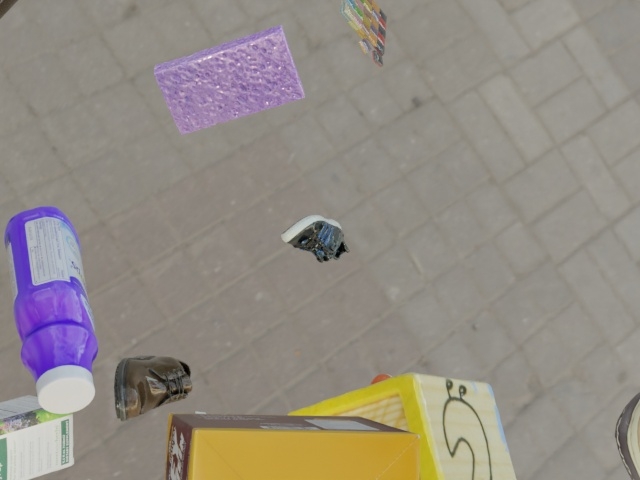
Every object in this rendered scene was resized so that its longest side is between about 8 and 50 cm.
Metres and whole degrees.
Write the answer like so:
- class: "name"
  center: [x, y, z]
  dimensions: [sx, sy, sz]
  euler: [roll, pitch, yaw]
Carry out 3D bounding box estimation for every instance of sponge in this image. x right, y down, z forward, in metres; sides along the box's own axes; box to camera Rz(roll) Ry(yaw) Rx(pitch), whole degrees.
- class: "sponge"
  center: [-0.138, -0.244, 1.720]
  dimensions: [0.031, 0.210, 0.117]
  euler: [-93, 164, -56]

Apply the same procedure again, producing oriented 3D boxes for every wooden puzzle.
- class: "wooden puzzle"
  center: [0.033, -0.169, 0.843]
  dimensions: [0.049, 0.006, 0.083]
  euler: [44, 35, -33]

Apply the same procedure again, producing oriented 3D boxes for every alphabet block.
- class: "alphabet block"
  center: [0.101, 0.274, 1.325]
  dimensions: [0.197, 0.193, 0.192]
  euler: [14, 56, -55]

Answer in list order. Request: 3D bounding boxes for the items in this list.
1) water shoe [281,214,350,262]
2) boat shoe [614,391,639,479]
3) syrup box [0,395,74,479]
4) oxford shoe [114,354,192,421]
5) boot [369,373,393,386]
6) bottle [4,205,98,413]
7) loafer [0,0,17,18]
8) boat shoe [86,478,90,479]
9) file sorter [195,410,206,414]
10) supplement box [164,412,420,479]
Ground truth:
- class: "water shoe"
  center: [0.000, 0.000, 2.172]
  dimensions: [0.080, 0.073, 0.203]
  euler: [59, 24, 14]
- class: "boat shoe"
  center: [0.273, 0.203, 0.714]
  dimensions: [0.285, 0.092, 0.103]
  euler: [44, 63, -14]
- class: "syrup box"
  center: [-0.451, 0.282, 1.515]
  dimensions: [0.237, 0.096, 0.093]
  euler: [-9, 101, -57]
- class: "oxford shoe"
  center: [-0.239, 0.205, 1.622]
  dimensions: [0.096, 0.227, 0.083]
  euler: [-2, 98, 8]
- class: "boot"
  center: [0.090, 0.260, 1.748]
  dimensions: [0.158, 0.059, 0.084]
  euler: [-78, 158, -43]
- class: "bottle"
  center: [-0.332, 0.085, 1.393]
  dimensions: [0.092, 0.118, 0.283]
  euler: [-16, 46, -7]
- class: "loafer"
  center: [-0.336, -0.247, 0.904]
  dimensions: [0.220, 0.080, 0.078]
  euler: [27, 55, -29]
- class: "boat shoe"
  center: [-0.372, 0.478, 1.768]
  dimensions: [0.069, 0.081, 0.228]
  euler: [-14, 45, -10]
- class: "file sorter"
  center: [-0.149, 0.469, 1.963]
  dimensions: [0.173, 0.193, 0.277]
  euler: [5, 63, 2]
- class: "supplement box"
  center: [-0.034, 0.224, 0.991]
  dimensions: [0.191, 0.194, 0.129]
  euler: [3, 85, -13]
